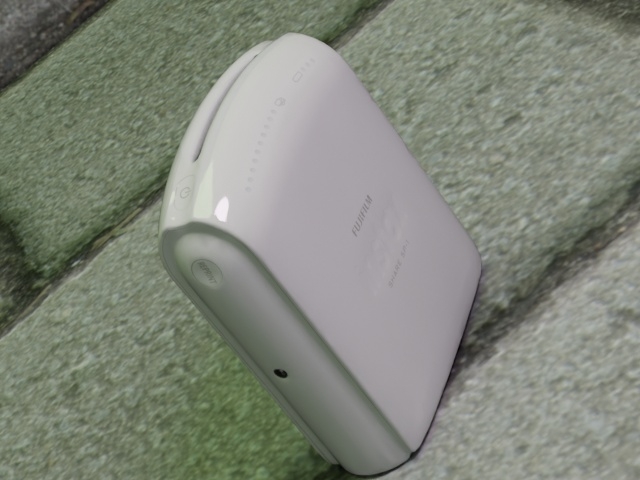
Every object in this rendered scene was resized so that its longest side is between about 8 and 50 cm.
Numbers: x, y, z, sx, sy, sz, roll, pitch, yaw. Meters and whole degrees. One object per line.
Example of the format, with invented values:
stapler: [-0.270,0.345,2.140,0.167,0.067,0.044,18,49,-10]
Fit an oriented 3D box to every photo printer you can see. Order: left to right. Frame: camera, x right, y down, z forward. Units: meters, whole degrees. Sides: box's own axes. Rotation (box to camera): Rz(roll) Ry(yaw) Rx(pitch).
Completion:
photo printer: [0.000,0.000,1.372,0.107,0.307,0.256,-15,35,35]
